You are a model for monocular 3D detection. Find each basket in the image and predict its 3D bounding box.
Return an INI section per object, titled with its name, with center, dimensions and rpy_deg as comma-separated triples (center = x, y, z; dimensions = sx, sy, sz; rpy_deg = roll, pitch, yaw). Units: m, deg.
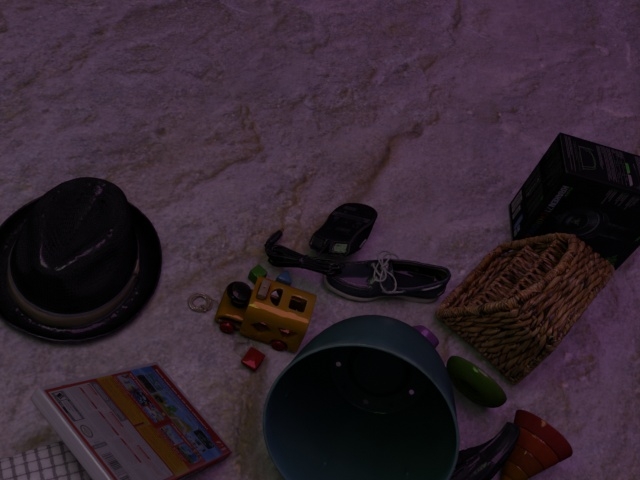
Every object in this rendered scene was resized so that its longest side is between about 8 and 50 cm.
[basket]
center = 0.410, 0.091, 1.519
dimensions = 0.223, 0.213, 0.299
rpy_deg = 42, 51, 14

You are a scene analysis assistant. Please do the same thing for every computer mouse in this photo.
[computer mouse]
center = 0.000, 0.000, 1.551
dimensions = 0.184, 0.060, 0.262
rpy_deg = 10, 34, 19

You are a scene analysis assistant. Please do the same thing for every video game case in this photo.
[video game case]
center = -0.269, 0.277, 1.143
dimensions = 0.204, 0.025, 0.285
rpy_deg = 45, 15, 17

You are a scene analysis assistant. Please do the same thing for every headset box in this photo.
[headset box]
center = 0.604, -0.077, 1.703
dimensions = 0.283, 0.246, 0.131
rpy_deg = 15, 49, -9

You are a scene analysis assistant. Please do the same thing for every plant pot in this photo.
[plant pot]
center = 0.080, 0.254, 1.233
dimensions = 0.293, 0.293, 0.235
rpy_deg = 28, 20, 4

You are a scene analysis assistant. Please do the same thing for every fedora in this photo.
[fedora]
center = -0.424, 0.004, 1.332
dimensions = 0.333, 0.153, 0.334
rpy_deg = 10, 50, -12

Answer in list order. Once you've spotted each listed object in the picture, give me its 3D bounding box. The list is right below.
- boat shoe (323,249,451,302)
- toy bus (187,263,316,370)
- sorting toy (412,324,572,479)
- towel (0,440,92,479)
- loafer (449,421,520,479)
[boat shoe]
center = 0.135, 0.073, 1.524
dimensions = 0.254, 0.079, 0.095
rpy_deg = 9, 52, -12
[toy bus]
center = -0.107, 0.117, 1.387
dimensions = 0.202, 0.104, 0.191
rpy_deg = -20, 61, -32
[sorting toy]
center = 0.270, 0.310, 1.386
dimensions = 0.365, 0.127, 0.126
rpy_deg = 39, 74, 10
[towel]
center = -0.349, 0.423, 1.051
dimensions = 0.235, 0.121, 0.284
rpy_deg = -11, 56, -28
[loafer]
center = 0.249, 0.382, 1.289
dimensions = 0.223, 0.076, 0.078
rpy_deg = -43, 67, -15
